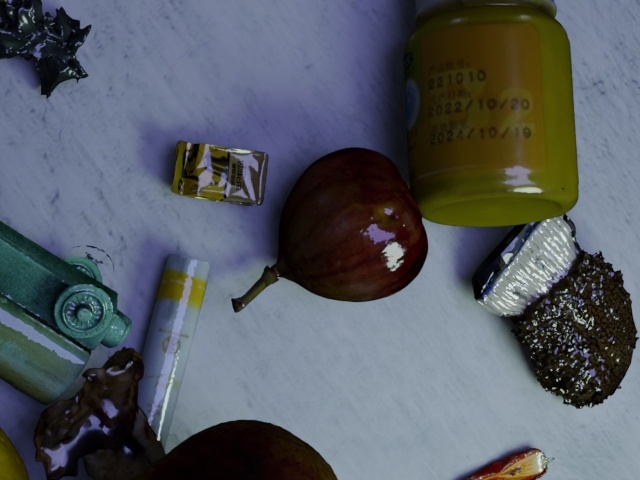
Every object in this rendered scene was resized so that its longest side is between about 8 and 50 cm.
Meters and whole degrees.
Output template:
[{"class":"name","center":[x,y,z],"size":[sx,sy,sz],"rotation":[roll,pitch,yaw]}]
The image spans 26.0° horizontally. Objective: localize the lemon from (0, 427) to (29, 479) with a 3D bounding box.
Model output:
[{"class":"lemon","center":[-0.418,0.284,1.505],"size":[0.204,0.204,0.260],"rotation":[-31,99,-26]}]

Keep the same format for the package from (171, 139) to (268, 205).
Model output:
[{"class":"package","center":[-0.133,-0.085,1.761],"size":[0.131,0.047,0.071],"rotation":[6,88,-27]}]

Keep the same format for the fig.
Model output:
[{"class":"fig","center":[0.012,0.003,1.785],"size":[0.186,0.250,0.203],"rotation":[39,24,-54]}]

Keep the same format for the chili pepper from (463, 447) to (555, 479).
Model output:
[{"class":"chili pepper","center":[0.257,0.333,1.971],"size":[0.178,0.027,0.045],"rotation":[-14,91,-29]}]

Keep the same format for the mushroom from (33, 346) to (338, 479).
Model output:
[{"class":"mushroom","center":[-0.161,0.347,1.550],"size":[0.331,0.356,0.334],"rotation":[-53,137,-40]}]

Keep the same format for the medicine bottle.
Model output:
[{"class":"medicine bottle","center":[0.223,-0.223,1.852],"size":[0.224,0.224,0.384],"rotation":[4,79,-28]}]

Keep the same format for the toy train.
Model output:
[{"class":"toy train","center":[-0.372,0.058,1.604],"size":[0.307,0.126,0.189],"rotation":[36,104,-23]}]

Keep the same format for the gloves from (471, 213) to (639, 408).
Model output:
[{"class":"gloves","center":[0.351,0.109,1.969],"size":[0.312,0.135,0.210],"rotation":[43,62,-24]}]

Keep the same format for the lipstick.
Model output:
[{"class":"lipstick","center":[-0.194,0.150,1.714],"size":[0.059,0.059,0.263],"rotation":[18,79,-27]}]

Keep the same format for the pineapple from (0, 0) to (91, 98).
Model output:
[{"class":"pineapple","center":[-0.359,-0.272,1.617],"size":[0.119,0.111,0.237],"rotation":[-34,117,7]}]
